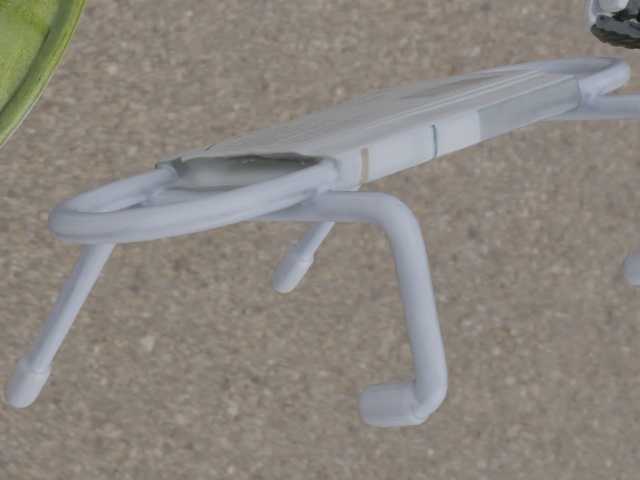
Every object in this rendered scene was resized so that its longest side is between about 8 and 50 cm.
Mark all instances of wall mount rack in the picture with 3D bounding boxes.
[{"bbox_3d":[0.000,0.000,0.664,0.350,0.304,0.130,-21,105,-43],"label":"wall mount rack"}]

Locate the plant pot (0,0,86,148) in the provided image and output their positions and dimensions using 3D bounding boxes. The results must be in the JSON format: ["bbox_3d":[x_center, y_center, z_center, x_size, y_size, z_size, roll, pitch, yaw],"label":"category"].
[{"bbox_3d":[-0.368,-0.215,0.717,0.353,0.366,0.366,32,74,-58],"label":"plant pot"}]

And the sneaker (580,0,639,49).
[{"bbox_3d":[0.247,-0.204,0.675,0.110,0.292,0.118,11,65,-44],"label":"sneaker"}]
